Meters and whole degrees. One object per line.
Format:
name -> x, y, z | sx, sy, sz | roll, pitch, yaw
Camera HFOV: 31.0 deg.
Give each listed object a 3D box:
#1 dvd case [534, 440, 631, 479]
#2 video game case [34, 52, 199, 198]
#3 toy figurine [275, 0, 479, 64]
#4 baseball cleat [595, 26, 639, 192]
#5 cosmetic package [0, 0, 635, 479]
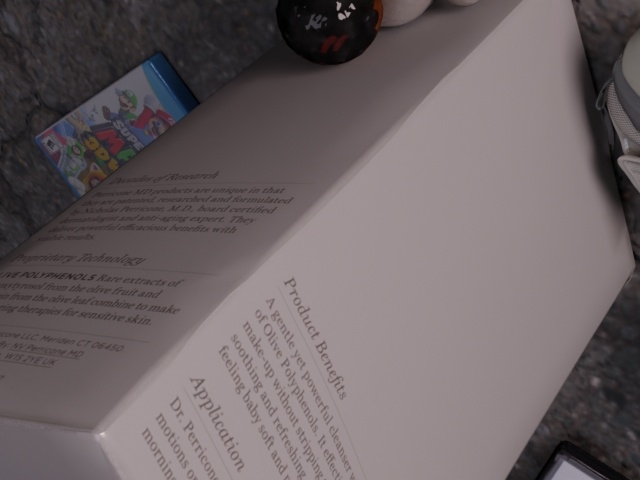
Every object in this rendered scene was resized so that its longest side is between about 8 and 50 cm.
dvd case -> 0.222, 0.271, 0.761 | 0.253, 0.022, 0.180 | 32, 109, 11
video game case -> -0.129, -0.055, 0.833 | 0.166, 0.015, 0.119 | -21, 109, 47
toy figurine -> 0.017, -0.194, 0.492 | 0.213, 0.148, 0.209 | 50, 139, -9
baseball cleat -> 0.227, -0.029, 0.543 | 0.206, 0.072, 0.109 | 40, 154, 11
cosmetic package -> 0.003, 0.036, 0.535 | 0.155, 0.365, 0.197 | 0, 122, 37
